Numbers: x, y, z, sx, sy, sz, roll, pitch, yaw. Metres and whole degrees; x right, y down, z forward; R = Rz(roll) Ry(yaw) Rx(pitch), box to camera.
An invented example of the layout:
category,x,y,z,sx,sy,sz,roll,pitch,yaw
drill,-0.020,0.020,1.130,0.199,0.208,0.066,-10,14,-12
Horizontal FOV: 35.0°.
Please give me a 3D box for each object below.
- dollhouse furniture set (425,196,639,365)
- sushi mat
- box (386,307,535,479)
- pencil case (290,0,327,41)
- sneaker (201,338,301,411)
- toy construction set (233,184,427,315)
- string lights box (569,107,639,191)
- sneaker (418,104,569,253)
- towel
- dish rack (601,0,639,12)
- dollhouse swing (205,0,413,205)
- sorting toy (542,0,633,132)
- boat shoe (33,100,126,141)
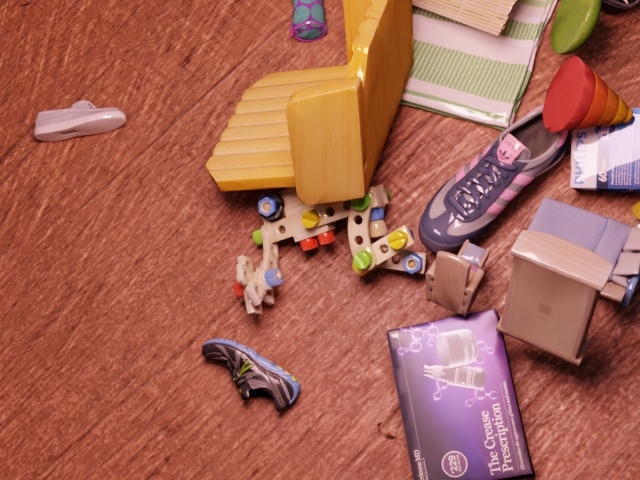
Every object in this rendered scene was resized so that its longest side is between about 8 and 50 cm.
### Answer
category,x,y,z,sx,sy,sz,roll,pitch,yaw
dollhouse furniture set,0.359,-0.017,1.564,0.286,0.198,0.303,23,54,19
sushi mat,0.219,-0.472,1.778,0.316,0.019,0.151,29,96,32
box,0.220,0.258,1.611,0.184,0.103,0.261,-14,72,11
pencil case,-0.031,-0.448,1.881,0.070,0.064,0.152,-7,72,-6
sneaker,-0.125,0.225,1.712,0.188,0.067,0.078,29,76,15
toy construction set,0.000,0.000,1.715,0.327,0.151,0.215,-19,90,9
string lights box,0.539,-0.144,1.632,0.259,0.077,0.133,3,90,21
sneaker,0.281,-0.112,1.662,0.319,0.131,0.112,-43,70,-13
towel,0.273,-0.370,1.807,0.248,0.038,0.325,17,79,17
dish rack,0.482,-0.540,1.767,0.208,0.074,0.271,22,79,1
dollhouse swing,-0.032,-0.268,1.656,0.305,0.315,0.347,10,50,15
sorting toy,0.451,-0.324,1.633,0.126,0.127,0.365,16,67,-13
boat shoe,-0.455,-0.233,1.920,0.184,0.066,0.063,-11,73,19
